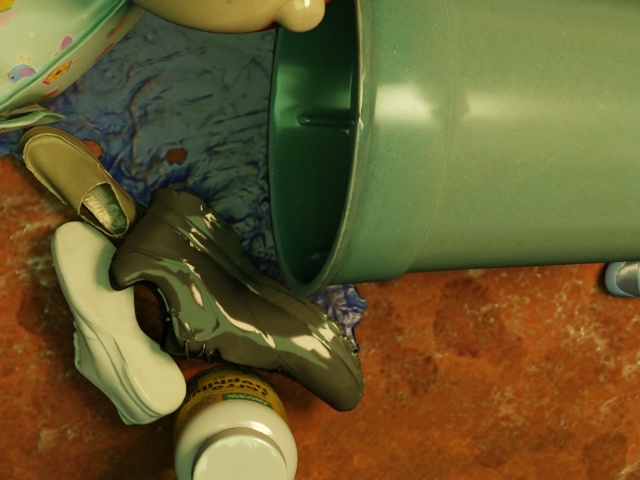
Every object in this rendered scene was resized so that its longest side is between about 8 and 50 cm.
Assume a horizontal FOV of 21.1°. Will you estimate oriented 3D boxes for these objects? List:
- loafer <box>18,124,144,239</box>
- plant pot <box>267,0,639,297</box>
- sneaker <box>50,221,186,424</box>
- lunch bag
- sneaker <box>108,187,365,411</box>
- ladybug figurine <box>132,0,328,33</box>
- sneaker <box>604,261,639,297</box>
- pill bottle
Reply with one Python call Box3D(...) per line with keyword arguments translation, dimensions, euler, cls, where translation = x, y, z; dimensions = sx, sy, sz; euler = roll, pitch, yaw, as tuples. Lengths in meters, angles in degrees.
Box3D(translation=(-0.230, -0.056, 1.670), dimensions=(0.148, 0.050, 0.056), euler=(39, 94, -11), cls="loafer")
Box3D(translation=(0.148, -0.113, 1.578), dimensions=(0.334, 0.341, 0.341), euler=(2, 100, -15), cls="plant pot")
Box3D(translation=(-0.219, 0.088, 1.691), dimensions=(0.080, 0.094, 0.212), euler=(-24, 86, -45), cls="sneaker")
Box3D(translation=(-0.283, -0.181, 1.554), dimensions=(0.160, 0.223, 0.262), euler=(45, 93, -4), cls="lunch bag")
Box3D(translation=(-0.084, 0.081, 1.669), dimensions=(0.286, 0.109, 0.130), euler=(40, 71, -3), cls="sneaker")
Box3D(translation=(-0.075, -0.352, 1.413), dimensions=(0.305, 0.162, 0.449), euler=(-28, 66, 25), cls="ladybug figurine")
Box3D(translation=(0.361, 0.034, 1.744), dimensions=(0.144, 0.059, 0.053), euler=(-4, 103, -4), cls="sneaker")
Box3D(translation=(-0.084, 0.199, 1.650), dimensions=(0.117, 0.208, 0.117), euler=(-1, 100, -6), cls="pill bottle")
